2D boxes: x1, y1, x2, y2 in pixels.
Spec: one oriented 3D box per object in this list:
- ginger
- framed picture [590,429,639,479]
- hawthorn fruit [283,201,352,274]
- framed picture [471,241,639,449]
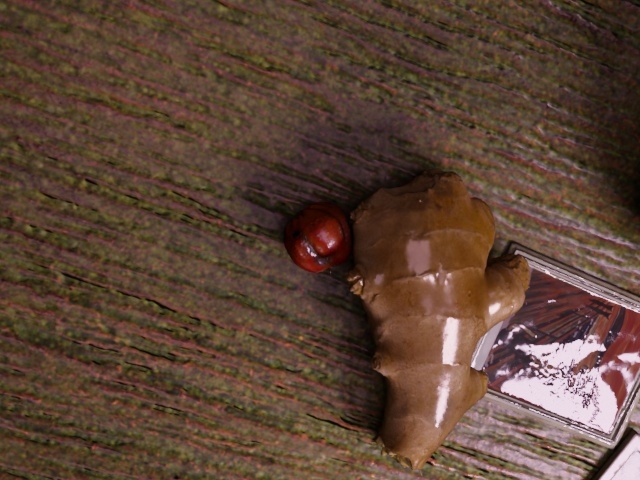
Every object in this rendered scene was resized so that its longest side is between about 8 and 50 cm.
[{"bbox_3d":[0.146,0.098,1.074,0.236,0.166,0.375,-26,126,-35],"label":"ginger"},{"bbox_3d":[0.430,0.462,1.202,0.240,0.020,0.324,40,91,-11],"label":"framed picture"},{"bbox_3d":[0.000,0.000,1.035,0.093,0.093,0.093,-1,99,-8],"label":"hawthorn fruit"},{"bbox_3d":[0.335,0.149,1.141,0.273,0.016,0.216,22,95,-11],"label":"framed picture"}]
